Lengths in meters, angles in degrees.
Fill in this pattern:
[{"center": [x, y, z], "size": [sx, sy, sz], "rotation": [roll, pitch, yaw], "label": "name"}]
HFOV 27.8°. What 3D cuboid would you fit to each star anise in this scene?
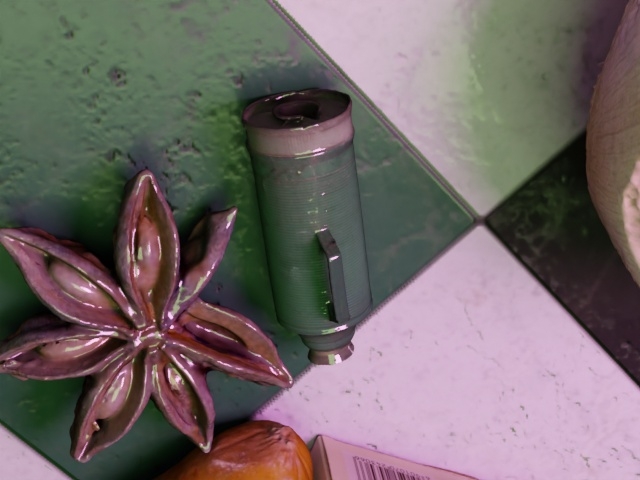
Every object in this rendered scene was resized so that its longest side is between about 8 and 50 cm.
[{"center": [-0.133, 0.060, 0.879], "size": [0.197, 0.073, 0.212], "rotation": [-19, 113, -4], "label": "star anise"}]

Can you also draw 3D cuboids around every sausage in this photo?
[{"center": [-0.123, 0.222, 0.939], "size": [0.271, 0.109, 0.109], "rotation": [-30, 115, 6], "label": "sausage"}]

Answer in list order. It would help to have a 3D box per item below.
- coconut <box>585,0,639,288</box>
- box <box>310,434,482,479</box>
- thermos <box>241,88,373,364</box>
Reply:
[{"center": [0.293, -0.066, 0.775], "size": [0.255, 0.297, 0.297], "rotation": [0, 118, 22], "label": "coconut"}, {"center": [0.068, 0.265, 0.990], "size": [0.212, 0.095, 0.168], "rotation": [18, 109, -15], "label": "box"}, {"center": [0.000, -0.002, 0.868], "size": [0.073, 0.083, 0.187], "rotation": [-34, 126, -41], "label": "thermos"}]
